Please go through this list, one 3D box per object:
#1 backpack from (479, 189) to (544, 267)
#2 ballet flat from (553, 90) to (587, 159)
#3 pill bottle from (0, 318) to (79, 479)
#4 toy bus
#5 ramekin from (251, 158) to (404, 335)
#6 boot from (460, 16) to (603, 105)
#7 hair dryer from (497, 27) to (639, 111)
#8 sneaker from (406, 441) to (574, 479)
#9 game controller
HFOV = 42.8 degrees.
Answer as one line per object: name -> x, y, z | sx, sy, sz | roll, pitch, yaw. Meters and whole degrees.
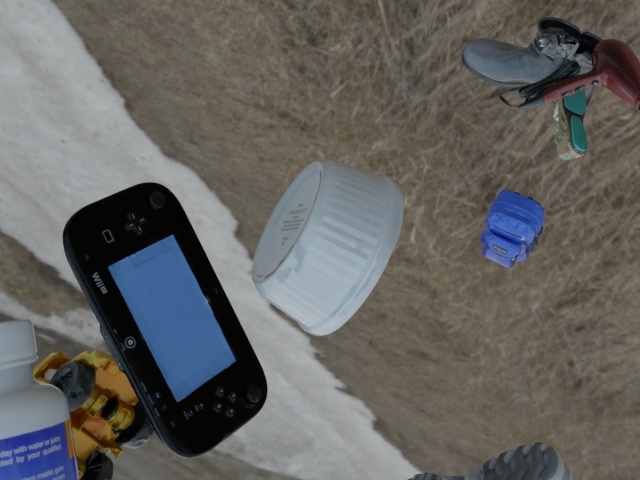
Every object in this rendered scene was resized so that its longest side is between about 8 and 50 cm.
backpack -> 0.325, -0.019, 1.380 | 0.098, 0.101, 0.120 | 21, 152, 12
ballet flat -> 0.527, -0.259, 1.749 | 0.073, 0.206, 0.067 | 24, 147, -21
pill bottle -> -0.287, 0.210, 0.706 | 0.152, 0.271, 0.152 | -9, 177, 0
toy bus -> -0.345, 0.226, 1.100 | 0.149, 0.220, 0.211 | 44, 174, -37
ramekin -> 0.000, 0.000, 1.254 | 0.127, 0.272, 0.273 | 27, 149, -18
boot -> 0.497, -0.443, 1.895 | 0.338, 0.118, 0.222 | 21, 161, 14
hair dryer -> 0.523, -0.309, 1.613 | 0.294, 0.223, 0.080 | 22, 161, 40
sneaker -> 0.160, 0.313, 0.871 | 0.281, 0.105, 0.115 | -31, 105, 41
game controller -> -0.179, 0.092, 0.967 | 0.067, 0.166, 0.319 | -22, 97, 37
